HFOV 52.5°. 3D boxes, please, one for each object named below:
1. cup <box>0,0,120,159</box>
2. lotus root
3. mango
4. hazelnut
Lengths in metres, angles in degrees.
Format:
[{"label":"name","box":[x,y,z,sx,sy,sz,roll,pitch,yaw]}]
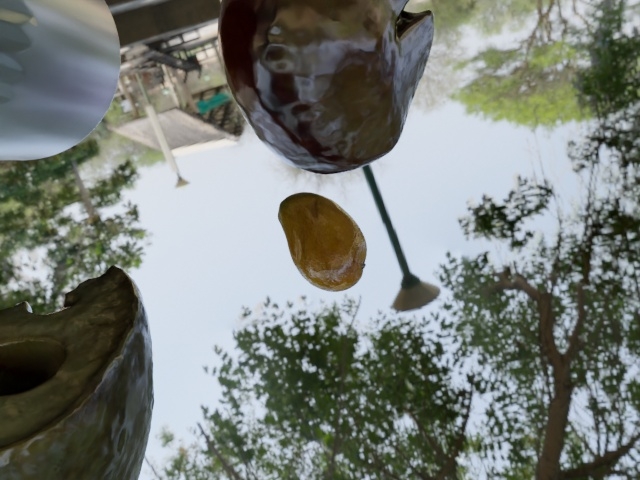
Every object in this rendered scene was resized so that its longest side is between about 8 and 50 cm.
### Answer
[{"label":"cup","box":[-0.362,-0.196,0.622,0.254,0.253,0.371,-18,-170,1]},{"label":"lotus root","box":[-0.197,0.183,0.442,0.210,0.314,0.142,-11,-138,-45]},{"label":"mango","box":[0.007,-0.001,0.980,0.115,0.164,0.089,-20,164,6]},{"label":"hazelnut","box":[-0.004,-0.189,0.631,0.217,0.251,0.217,-4,-159,2]}]
